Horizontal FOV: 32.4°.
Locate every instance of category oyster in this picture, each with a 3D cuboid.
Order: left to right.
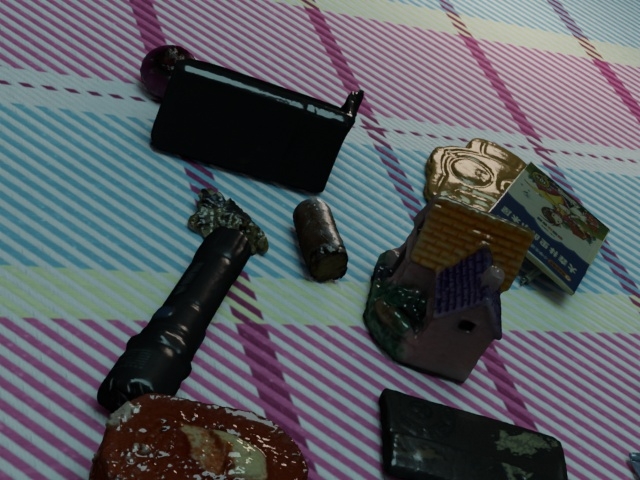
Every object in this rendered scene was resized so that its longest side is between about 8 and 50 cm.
[{"bbox_3d":[-0.149,-0.029,1.873,0.148,0.051,0.103,32,43,-12],"label":"oyster"}]

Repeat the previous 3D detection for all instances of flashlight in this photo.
[{"bbox_3d":[-0.201,0.112,1.638,0.103,0.103,0.424,27,37,-1],"label":"flashlight"}]

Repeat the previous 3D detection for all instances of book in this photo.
[{"bbox_3d":[0.461,-0.032,2.210,0.228,0.018,0.322,41,34,4],"label":"book"}]

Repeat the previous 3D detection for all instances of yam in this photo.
[{"bbox_3d":[0.000,-0.001,1.911,0.079,0.079,0.141,7,40,-25],"label":"yam"}]

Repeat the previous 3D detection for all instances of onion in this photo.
[{"bbox_3d":[-0.284,-0.322,2.089,0.115,0.104,0.115,6,54,-9],"label":"onion"}]

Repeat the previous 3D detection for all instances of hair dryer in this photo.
[{"bbox_3d":[0.424,0.063,2.136,0.063,0.038,0.124,41,45,17],"label":"hair dryer"}]

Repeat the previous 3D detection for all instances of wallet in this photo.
[{"bbox_3d":[0.242,0.329,1.701,0.321,0.044,0.170,17,36,-14],"label":"wallet"}]

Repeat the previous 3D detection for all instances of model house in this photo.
[{"bbox_3d":[0.213,0.064,1.833,0.202,0.237,0.237,25,37,-6],"label":"model house"}]

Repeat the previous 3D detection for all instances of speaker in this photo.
[{"bbox_3d":[-0.107,-0.232,2.044,0.388,0.180,0.184,16,32,-17],"label":"speaker"}]

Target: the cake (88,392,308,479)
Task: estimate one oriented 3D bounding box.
[{"bbox_3d":[-0.160,0.300,1.400,0.283,0.151,0.177,9,45,-17],"label":"cake"}]

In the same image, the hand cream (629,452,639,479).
[{"bbox_3d":[0.577,0.443,1.768,0.088,0.055,0.256,6,39,-15],"label":"hand cream"}]

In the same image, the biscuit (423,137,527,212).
[{"bbox_3d":[0.339,-0.103,2.264,0.269,0.051,0.376,27,38,1],"label":"biscuit"}]
